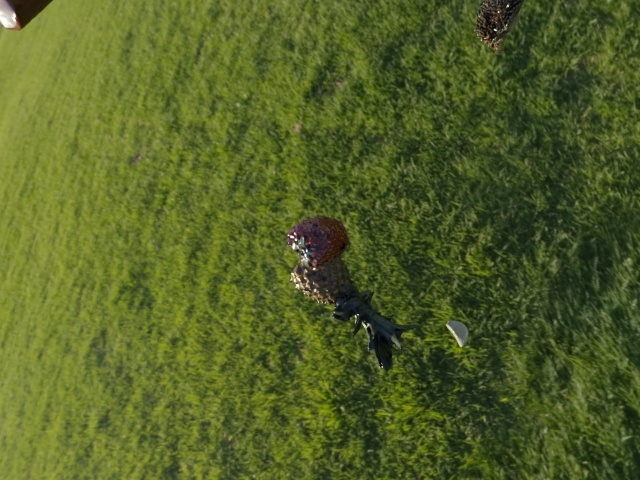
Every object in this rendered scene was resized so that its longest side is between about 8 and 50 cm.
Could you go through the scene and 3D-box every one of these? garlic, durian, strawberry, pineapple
[{"bbox_3d":[0.419,0.276,1.465,0.083,0.053,0.041,54,157,18],"label":"garlic"},{"bbox_3d":[0.374,-0.476,1.017,0.091,0.148,0.188,20,58,5],"label":"durian"},{"bbox_3d":[0.000,0.000,0.727,0.083,0.096,0.083,17,118,36],"label":"strawberry"},{"bbox_3d":[0.068,0.129,0.972,0.277,0.130,0.119,41,93,2],"label":"pineapple"}]

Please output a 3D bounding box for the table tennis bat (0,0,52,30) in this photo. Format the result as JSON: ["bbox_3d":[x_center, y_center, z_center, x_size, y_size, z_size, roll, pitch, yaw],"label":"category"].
[{"bbox_3d":[-0.205,-0.370,0.521,0.414,0.268,0.051,-62,9,-27],"label":"table tennis bat"}]
